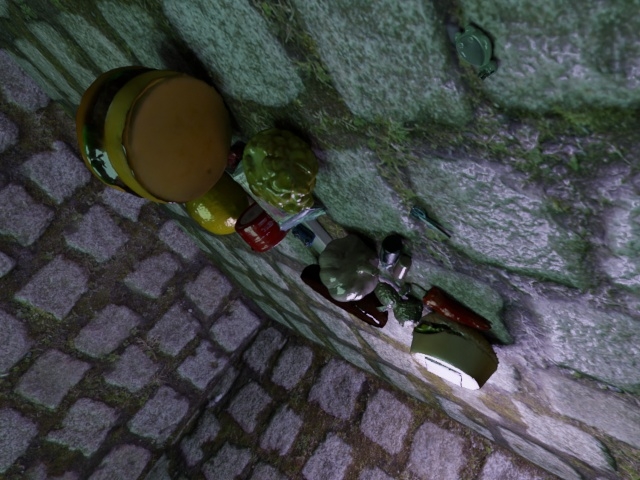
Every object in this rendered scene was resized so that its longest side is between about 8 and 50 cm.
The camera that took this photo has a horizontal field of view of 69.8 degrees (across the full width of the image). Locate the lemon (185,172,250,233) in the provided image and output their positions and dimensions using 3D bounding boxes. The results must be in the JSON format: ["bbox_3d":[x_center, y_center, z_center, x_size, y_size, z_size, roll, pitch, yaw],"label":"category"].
[{"bbox_3d":[-0.398,-0.149,1.763,0.288,0.234,0.233,45,160,-31],"label":"lemon"}]

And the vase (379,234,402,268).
[{"bbox_3d":[0.208,0.046,1.385,0.059,0.060,0.211,33,165,14],"label":"vase"}]

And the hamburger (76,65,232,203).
[{"bbox_3d":[-0.467,-0.302,1.312,0.277,0.396,0.396,17,153,31],"label":"hamburger"}]

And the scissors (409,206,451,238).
[{"bbox_3d":[0.274,-0.042,1.137,0.119,0.014,0.058,38,165,8],"label":"scissors"}]

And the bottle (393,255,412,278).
[{"bbox_3d":[0.252,0.080,1.407,0.045,0.045,0.096,33,158,13],"label":"bottle"}]

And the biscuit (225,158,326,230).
[{"bbox_3d":[-0.140,-0.159,1.445,0.186,0.079,0.309,-24,121,30],"label":"biscuit"}]

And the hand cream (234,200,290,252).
[{"bbox_3d":[-0.208,-0.061,1.676,0.125,0.193,0.193,51,157,-25],"label":"hand cream"}]

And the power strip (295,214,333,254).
[{"bbox_3d":[0.000,0.000,1.669,0.106,0.043,0.367,9,146,54],"label":"power strip"}]

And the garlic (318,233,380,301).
[{"bbox_3d":[0.112,0.083,1.435,0.218,0.219,0.212,43,160,-15],"label":"garlic"}]

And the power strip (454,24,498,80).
[{"bbox_3d":[0.227,-0.273,0.674,0.083,0.035,0.055,47,159,-18],"label":"power strip"}]

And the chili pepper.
[{"bbox_3d":[0.397,0.208,1.419,0.272,0.063,0.071,32,172,9],"label":"chili pepper"}]

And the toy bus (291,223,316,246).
[{"bbox_3d":[-0.058,-0.018,1.597,0.083,0.046,0.038,37,160,8],"label":"toy bus"}]

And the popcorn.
[{"bbox_3d":[-0.106,-0.186,1.233,0.235,0.181,0.216,51,159,-21],"label":"popcorn"}]

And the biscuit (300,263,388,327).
[{"bbox_3d":[0.101,0.221,1.875,0.407,0.091,0.407,30,169,6],"label":"biscuit"}]

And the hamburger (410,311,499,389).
[{"bbox_3d":[0.441,0.362,1.523,0.301,0.170,0.302,28,161,10],"label":"hamburger"}]

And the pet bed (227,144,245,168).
[{"bbox_3d":[-0.239,-0.240,1.538,0.201,0.053,0.201,35,166,10],"label":"pet bed"}]

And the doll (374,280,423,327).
[{"bbox_3d":[0.233,0.194,1.635,0.285,0.091,0.203,19,122,19],"label":"doll"}]
